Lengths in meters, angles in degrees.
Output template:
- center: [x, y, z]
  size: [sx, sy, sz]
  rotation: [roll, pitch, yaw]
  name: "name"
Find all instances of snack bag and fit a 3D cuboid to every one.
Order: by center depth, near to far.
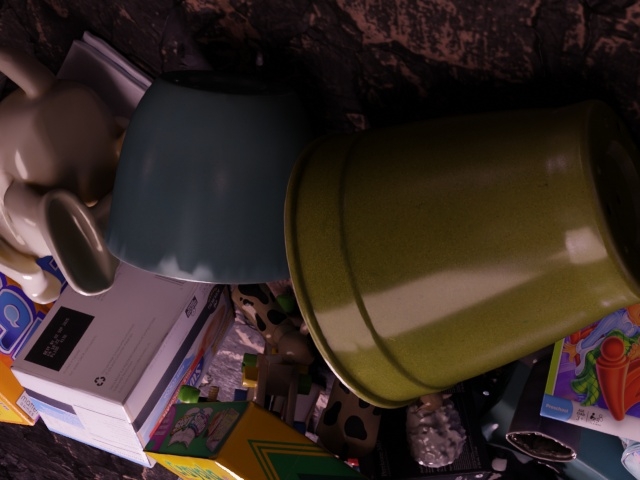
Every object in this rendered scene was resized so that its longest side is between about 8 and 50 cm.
- center: [-0.293, -0.147, 1.636]
  size: [0.343, 0.037, 0.323]
  rotation: [37, 145, -12]
  name: "snack bag"

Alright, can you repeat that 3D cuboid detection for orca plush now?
- center: [0.352, 0.436, 1.579]
  size: [0.287, 0.102, 0.151]
  rotation: [41, 146, -3]
  name: "orca plush"

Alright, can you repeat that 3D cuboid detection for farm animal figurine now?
- center: [0.039, 0.165, 1.459]
  size: [0.331, 0.326, 0.172]
  rotation: [-2, 167, -2]
  name: "farm animal figurine"

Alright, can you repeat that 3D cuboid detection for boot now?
- center: [0.314, 0.220, 1.518]
  size: [0.190, 0.208, 0.076]
  rotation: [13, 142, 22]
  name: "boot"

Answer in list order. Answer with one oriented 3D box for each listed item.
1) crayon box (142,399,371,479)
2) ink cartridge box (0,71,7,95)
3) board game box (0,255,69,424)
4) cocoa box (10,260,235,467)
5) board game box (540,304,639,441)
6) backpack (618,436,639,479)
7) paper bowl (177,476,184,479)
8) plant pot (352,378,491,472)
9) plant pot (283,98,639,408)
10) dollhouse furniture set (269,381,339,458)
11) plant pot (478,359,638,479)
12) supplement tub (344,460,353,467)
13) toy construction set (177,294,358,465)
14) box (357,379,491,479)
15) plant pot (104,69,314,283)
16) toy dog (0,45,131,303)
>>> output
- center: [-0.069, 0.362, 1.501]
  size: [0.313, 0.106, 0.363]
  rotation: [36, 158, -15]
  name: "crayon box"
- center: [-0.642, -0.275, 1.672]
  size: [0.212, 0.093, 0.154]
  rotation: [34, 145, -11]
  name: "ink cartridge box"
- center: [-0.664, 0.091, 1.925]
  size: [0.356, 0.356, 0.356]
  rotation: [-1, 136, 37]
  name: "board game box"
- center: [-0.338, 0.182, 1.816]
  size: [0.232, 0.347, 0.228]
  rotation: [15, 144, 19]
  name: "cocoa box"
- center: [0.482, 0.154, 1.303]
  size: [0.347, 0.233, 0.078]
  rotation: [12, -174, 23]
  name: "board game box"
- center: [0.534, 0.262, 1.449]
  size: [0.225, 0.191, 0.253]
  rotation: [-18, 119, 48]
  name: "backpack"
- center: [-0.107, 0.428, 1.833]
  size: [0.284, 0.148, 0.284]
  rotation: [17, 164, 5]
  name: "paper bowl"
- center: [0.210, 0.382, 1.779]
  size: [0.272, 0.271, 0.255]
  rotation: [24, 132, 8]
  name: "plant pot"
- center: [0.206, -0.005, 1.222]
  size: [0.353, 0.366, 0.366]
  rotation: [-16, 126, 33]
  name: "plant pot"
- center: [-0.058, 0.374, 2.091]
  size: [0.212, 0.160, 0.242]
  rotation: [21, 167, 13]
  name: "dollhouse furniture set"
- center: [0.384, 0.301, 1.623]
  size: [0.234, 0.165, 0.165]
  rotation: [33, 146, 2]
  name: "plant pot"
- center: [0.065, 0.662, 2.241]
  size: [0.241, 0.241, 0.331]
  rotation: [4, 139, 32]
  name: "supplement tub"
- center: [-0.042, 0.227, 1.749]
  size: [0.309, 0.237, 0.257]
  rotation: [15, -178, 17]
  name: "toy construction set"
- center: [0.144, 0.270, 1.611]
  size: [0.185, 0.261, 0.103]
  rotation: [-1, 147, -13]
  name: "box"
- center: [-0.137, -0.101, 1.367]
  size: [0.293, 0.293, 0.235]
  rotation: [14, 109, 22]
  name: "plant pot"
- center: [-0.472, -0.082, 1.574]
  size: [0.408, 0.284, 0.395]
  rotation: [-9, 130, 44]
  name: "toy dog"
